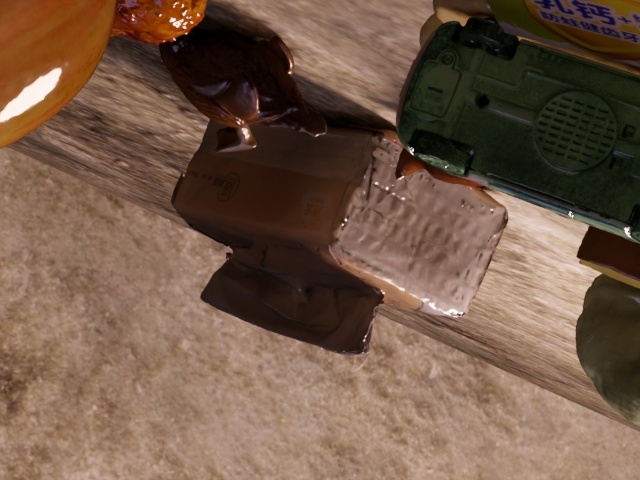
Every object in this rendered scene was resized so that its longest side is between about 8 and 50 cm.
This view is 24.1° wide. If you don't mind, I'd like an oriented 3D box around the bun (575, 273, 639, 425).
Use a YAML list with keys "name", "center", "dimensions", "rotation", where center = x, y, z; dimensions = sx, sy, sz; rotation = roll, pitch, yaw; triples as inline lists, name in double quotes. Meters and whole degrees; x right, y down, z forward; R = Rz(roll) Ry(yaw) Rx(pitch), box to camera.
- name: "bun"
  center: [0.340, 0.071, 1.394]
  dimensions: [0.212, 0.204, 0.126]
  rotation: [-12, 134, 12]

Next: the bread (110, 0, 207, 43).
- name: "bread"
  center: [-0.190, -0.211, 1.201]
  dimensions: [0.268, 0.095, 0.139]
  rotation: [13, 165, 42]

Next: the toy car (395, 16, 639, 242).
- name: "toy car"
  center: [0.156, -0.056, 0.883]
  dimensions: [0.224, 0.090, 0.076]
  rotation: [21, 175, 15]

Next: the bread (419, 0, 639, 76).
- name: "bread"
  center: [0.209, -0.098, 0.951]
  dimensions: [0.316, 0.054, 0.316]
  rotation: [23, 173, 3]

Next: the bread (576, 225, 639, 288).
- name: "bread"
  center: [0.336, 0.020, 1.264]
  dimensions: [0.226, 0.088, 0.049]
  rotation: [23, 171, 15]

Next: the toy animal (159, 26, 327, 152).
- name: "toy animal"
  center: [-0.077, -0.153, 1.349]
  dimensions: [0.188, 0.089, 0.179]
  rotation: [24, 159, 35]

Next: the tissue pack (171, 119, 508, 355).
- name: "tissue pack"
  center: [0.000, 0.000, 1.603]
  dimensions: [0.238, 0.239, 0.305]
  rotation: [29, 170, -37]

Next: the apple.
- name: "apple"
  center: [-0.271, -0.172, 1.020]
  dimensions: [0.242, 0.241, 0.242]
  rotation: [39, 151, 27]

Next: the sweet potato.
- name: "sweet potato"
  center: [0.129, -0.075, 1.339]
  dimensions: [0.058, 0.055, 0.202]
  rotation: [27, 171, -28]

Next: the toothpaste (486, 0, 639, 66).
- name: "toothpaste"
  center: [0.224, -0.116, 0.702]
  dimensions: [0.327, 0.077, 0.110]
  rotation: [19, 173, 28]
